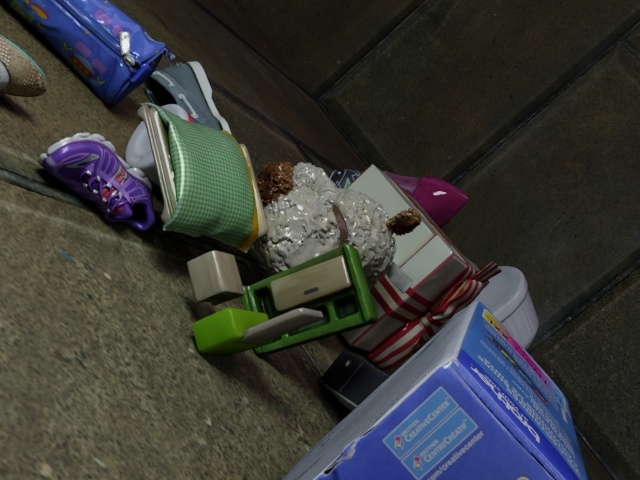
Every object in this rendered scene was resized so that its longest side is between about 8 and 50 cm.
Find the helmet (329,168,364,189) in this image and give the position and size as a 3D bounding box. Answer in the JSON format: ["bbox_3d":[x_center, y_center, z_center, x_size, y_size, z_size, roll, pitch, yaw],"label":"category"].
[{"bbox_3d":[0.062,-0.063,1.839,0.169,0.161,0.169,46,12,-12],"label":"helmet"}]

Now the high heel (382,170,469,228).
[{"bbox_3d":[0.206,0.026,1.781,0.181,0.127,0.377,17,-36,23],"label":"high heel"}]

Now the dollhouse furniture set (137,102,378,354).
[{"bbox_3d":[-0.071,-0.030,1.026,0.197,0.151,0.302,21,50,-66],"label":"dollhouse furniture set"}]

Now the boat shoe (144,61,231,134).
[{"bbox_3d":[-0.213,-0.173,1.424,0.099,0.116,0.319,-6,50,-21],"label":"boat shoe"}]

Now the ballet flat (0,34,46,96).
[{"bbox_3d":[-0.384,-0.205,0.922,0.206,0.073,0.067,39,42,-30],"label":"ballet flat"}]

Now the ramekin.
[{"bbox_3d":[0.331,0.179,1.848,0.127,0.272,0.273,59,9,-14],"label":"ramekin"}]

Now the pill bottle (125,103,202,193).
[{"bbox_3d":[-0.169,-0.094,1.212,0.180,0.108,0.108,41,14,-39],"label":"pill bottle"}]

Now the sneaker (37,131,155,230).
[{"bbox_3d":[-0.235,-0.061,0.969,0.170,0.068,0.071,34,24,-54],"label":"sneaker"}]

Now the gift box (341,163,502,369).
[{"bbox_3d":[0.139,0.054,1.526,0.258,0.255,0.276,53,16,29],"label":"gift box"}]

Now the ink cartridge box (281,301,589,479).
[{"bbox_3d":[0.063,0.207,0.693,0.151,0.270,0.395,47,11,9],"label":"ink cartridge box"}]

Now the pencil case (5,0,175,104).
[{"bbox_3d":[-0.355,-0.327,1.237,0.306,0.119,0.133,44,-10,-18],"label":"pencil case"}]

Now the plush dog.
[{"bbox_3d":[0.000,0.000,1.229,0.225,0.210,0.263,-4,82,-50],"label":"plush dog"}]

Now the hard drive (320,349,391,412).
[{"bbox_3d":[0.156,0.264,1.078,0.237,0.064,0.339,44,-12,-24],"label":"hard drive"}]
